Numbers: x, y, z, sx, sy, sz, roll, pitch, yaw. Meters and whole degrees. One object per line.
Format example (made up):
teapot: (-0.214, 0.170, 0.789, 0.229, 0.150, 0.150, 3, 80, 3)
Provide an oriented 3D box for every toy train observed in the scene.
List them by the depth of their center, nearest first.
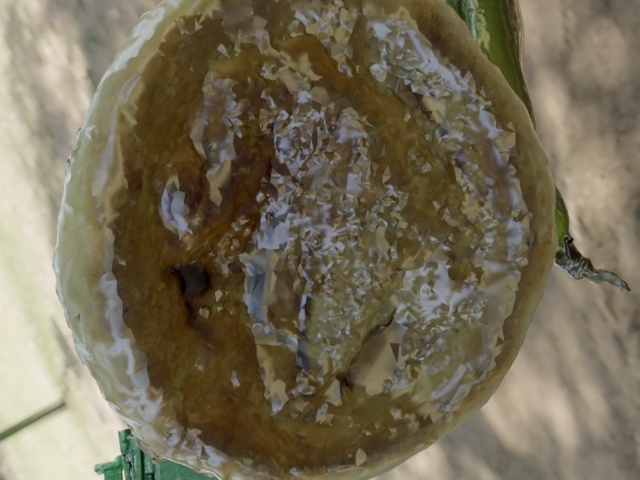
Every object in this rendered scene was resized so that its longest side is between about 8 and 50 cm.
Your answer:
toy train: (-0.082, 0.164, 1.138, 0.081, 0.149, 0.099, 97, 164, -66)

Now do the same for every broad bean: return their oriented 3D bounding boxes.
broad bean: (0.133, -0.107, 1.204, 0.067, 0.075, 0.325, -26, 77, 59)

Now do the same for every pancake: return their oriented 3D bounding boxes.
pancake: (-0.001, 0.000, 1.025, 0.065, 0.356, 0.356, 30, 146, 60)
